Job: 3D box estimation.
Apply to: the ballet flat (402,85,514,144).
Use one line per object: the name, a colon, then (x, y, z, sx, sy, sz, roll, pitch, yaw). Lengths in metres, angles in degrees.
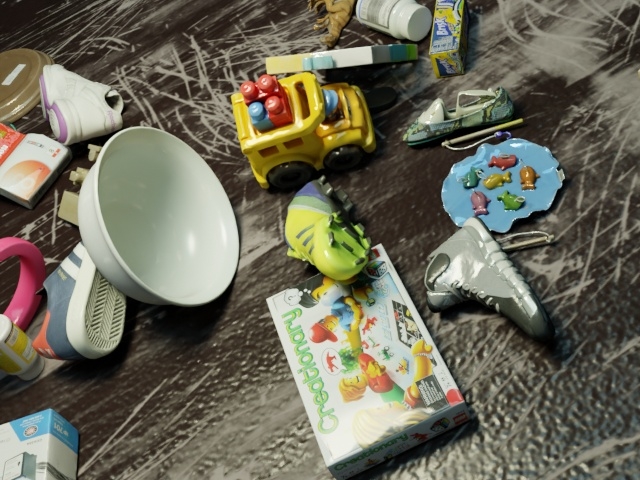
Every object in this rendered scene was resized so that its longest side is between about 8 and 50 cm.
ballet flat: (0.221, -0.211, 1.453, 0.188, 0.070, 0.070, -15, 47, 10)

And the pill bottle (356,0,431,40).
pill bottle: (0.139, -0.426, 1.669, 0.078, 0.078, 0.137, -44, 48, -15)

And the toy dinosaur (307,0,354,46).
toy dinosaur: (0.041, -0.468, 1.776, 0.112, 0.064, 0.211, 23, 72, 17)

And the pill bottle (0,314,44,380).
pill bottle: (-0.494, 0.175, 1.414, 0.065, 0.116, 0.065, -13, 47, 14)

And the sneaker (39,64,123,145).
sneaker: (-0.499, -0.284, 1.845, 0.152, 0.114, 0.305, -12, 36, -22)

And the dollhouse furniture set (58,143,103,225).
dollhouse furniture set: (-0.383, -0.092, 1.657, 0.144, 0.123, 0.151, 21, 97, 37)

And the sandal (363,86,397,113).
sandal: (0.048, -0.240, 1.576, 0.179, 0.040, 0.067, -22, 47, 6)

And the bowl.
bowl: (-0.276, -0.018, 1.398, 0.134, 0.298, 0.297, -25, 42, 33)

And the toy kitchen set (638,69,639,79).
toy kitchen set: (0.510, -0.261, 1.351, 0.068, 0.083, 0.075, -34, 46, -7)

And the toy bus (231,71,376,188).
toy bus: (-0.038, -0.206, 1.448, 0.220, 0.211, 0.149, -16, 65, 9)

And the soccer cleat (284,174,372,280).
soccer cleat: (0.001, 0.001, 1.322, 0.121, 0.093, 0.289, -46, 21, 14)

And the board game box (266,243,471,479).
board game box: (0.056, 0.158, 1.219, 0.193, 0.053, 0.305, -26, 45, 1)

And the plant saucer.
plant saucer: (-0.741, -0.353, 2.040, 0.278, 0.041, 0.277, -13, 47, 14)

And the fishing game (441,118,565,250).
fishing game: (0.273, -0.090, 1.345, 0.189, 0.041, 0.264, -13, 48, 18)

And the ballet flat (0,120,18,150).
ballet flat: (-0.756, -0.183, 1.856, 0.281, 0.095, 0.096, -16, 84, 3)

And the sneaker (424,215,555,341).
sneaker: (0.216, 0.079, 1.207, 0.132, 0.086, 0.228, -35, 42, 9)

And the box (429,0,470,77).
box: (0.234, -0.373, 1.592, 0.054, 0.059, 0.168, -4, 50, 21)

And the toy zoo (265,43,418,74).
toy zoo: (0.035, -0.314, 1.530, 0.192, 0.030, 0.293, -1, 12, 25)

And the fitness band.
fitness band: (-0.550, 0.123, 1.422, 0.054, 0.209, 0.290, 20, 61, 19)

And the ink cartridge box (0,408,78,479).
ink cartridge box: (-0.426, 0.355, 1.253, 0.140, 0.082, 0.190, -20, 45, 8)

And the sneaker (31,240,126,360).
sneaker: (-0.387, 0.049, 1.473, 0.148, 0.131, 0.350, -17, 40, 26)

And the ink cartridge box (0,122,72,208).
ink cartridge box: (-0.610, -0.161, 1.760, 0.179, 0.045, 0.145, 27, 62, 6)
